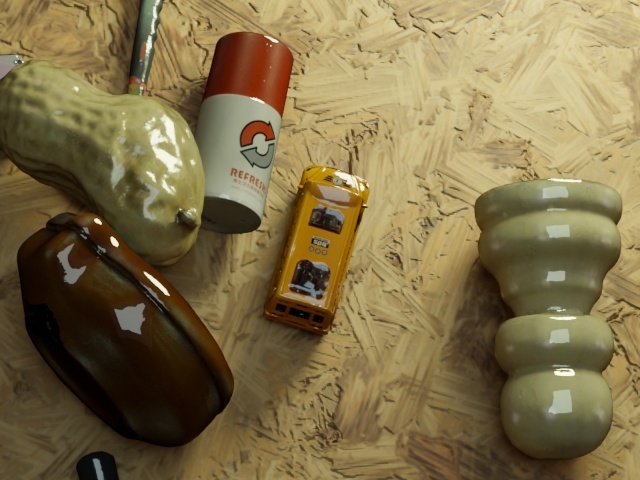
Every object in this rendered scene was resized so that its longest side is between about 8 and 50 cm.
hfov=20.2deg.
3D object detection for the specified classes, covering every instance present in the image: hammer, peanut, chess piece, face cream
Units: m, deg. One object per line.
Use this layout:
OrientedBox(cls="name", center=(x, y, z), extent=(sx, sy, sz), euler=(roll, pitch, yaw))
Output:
OrientedBox(cls="hammer", center=(-0.211, -0.185, 2.080), extent=(0.111, 0.033, 0.287), euler=(11, 66, -6))
OrientedBox(cls="peanut", center=(-0.228, -0.095, 1.937), extent=(0.291, 0.143, 0.159), euler=(37, 59, 22))
OrientedBox(cls="chess piece", center=(0.259, 0.094, 1.992), extent=(0.167, 0.167, 0.299), euler=(2, 75, -9))
OrientedBox(cls="face cream", center=(-0.094, -0.123, 2.039), extent=(0.096, 0.096, 0.214), euler=(13, 66, -4))

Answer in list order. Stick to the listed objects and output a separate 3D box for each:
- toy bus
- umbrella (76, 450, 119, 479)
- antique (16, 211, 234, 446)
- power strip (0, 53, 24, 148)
OrientedBox(cls="toy bus", center=(0.000, 0.000, 2.008), extent=(0.083, 0.088, 0.194), euler=(16, 67, -2))
OrientedBox(cls="umbrella", center=(-0.192, 0.378, 1.834), extent=(0.073, 0.067, 0.337), euler=(0, 64, -43))
OrientedBox(cls="antique", center=(-0.208, 0.101, 1.867), extent=(0.129, 0.223, 0.278), euler=(-43, 114, -20))
OrientedBox(cls="power strip", center=(-0.457, -0.151, 2.021), extent=(0.279, 0.037, 0.109), euler=(-4, 70, -11))
